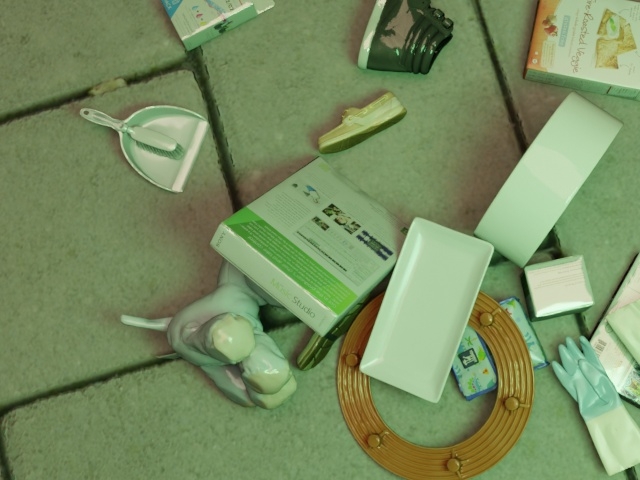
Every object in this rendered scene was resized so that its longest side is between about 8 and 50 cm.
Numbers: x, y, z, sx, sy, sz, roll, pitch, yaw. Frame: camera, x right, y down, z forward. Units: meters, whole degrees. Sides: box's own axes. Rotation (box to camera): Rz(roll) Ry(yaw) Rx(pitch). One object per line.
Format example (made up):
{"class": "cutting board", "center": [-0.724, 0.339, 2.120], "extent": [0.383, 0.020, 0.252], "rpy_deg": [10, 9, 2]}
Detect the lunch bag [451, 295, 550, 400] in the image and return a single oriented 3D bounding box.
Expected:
{"class": "lunch bag", "center": [0.283, 0.179, 1.861], "extent": [0.151, 0.096, 0.128], "rpy_deg": [-25, 77, 12]}

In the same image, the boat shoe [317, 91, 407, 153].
{"class": "boat shoe", "center": [0.064, -0.206, 1.959], "extent": [0.170, 0.063, 0.059], "rpy_deg": [-26, 77, -11]}

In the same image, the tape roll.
{"class": "tape roll", "center": [0.364, -0.098, 1.805], "extent": [0.100, 0.286, 0.286], "rpy_deg": [35, 84, 9]}

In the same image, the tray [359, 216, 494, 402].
{"class": "tray", "center": [0.172, 0.111, 1.810], "extent": [0.145, 0.030, 0.270], "rpy_deg": [21, 95, 24]}

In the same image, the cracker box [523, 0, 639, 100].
{"class": "cracker box", "center": [0.481, -0.339, 1.949], "extent": [0.232, 0.067, 0.155], "rpy_deg": [11, 81, 5]}

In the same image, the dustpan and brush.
{"class": "dustpan and brush", "center": [-0.320, -0.186, 1.977], "extent": [0.211, 0.060, 0.147], "rpy_deg": [20, 82, 7]}

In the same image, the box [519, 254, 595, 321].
{"class": "box", "center": [0.390, 0.081, 1.863], "extent": [0.102, 0.101, 0.087], "rpy_deg": [-13, 80, 3]}

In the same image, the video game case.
{"class": "video game case", "center": [0.565, 0.168, 1.866], "extent": [0.210, 0.042, 0.232], "rpy_deg": [29, 83, 8]}

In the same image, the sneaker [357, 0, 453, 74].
{"class": "sneaker", "center": [0.175, -0.422, 1.970], "extent": [0.147, 0.104, 0.295], "rpy_deg": [17, 87, 5]}

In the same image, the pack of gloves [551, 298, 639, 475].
{"class": "pack of gloves", "center": [0.501, 0.234, 1.826], "extent": [0.195, 0.046, 0.232], "rpy_deg": [-29, 76, 11]}

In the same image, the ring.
{"class": "ring", "center": [0.179, 0.228, 1.831], "extent": [0.337, 0.032, 0.336], "rpy_deg": [-2, 86, 22]}

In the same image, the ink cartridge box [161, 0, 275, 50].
{"class": "ink cartridge box", "center": [-0.184, -0.430, 2.011], "extent": [0.181, 0.061, 0.104], "rpy_deg": [-28, 80, -2]}

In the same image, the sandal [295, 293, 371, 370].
{"class": "sandal", "center": [0.014, 0.141, 1.901], "extent": [0.049, 0.072, 0.180], "rpy_deg": [40, 89, 31]}

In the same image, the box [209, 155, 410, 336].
{"class": "box", "center": [0.000, 0.000, 1.817], "extent": [0.232, 0.322, 0.058], "rpy_deg": [39, 125, 10]}

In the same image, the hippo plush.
{"class": "hippo plush", "center": [-0.116, 0.125, 1.867], "extent": [0.294, 0.234, 0.236], "rpy_deg": [6, 55, 46]}
